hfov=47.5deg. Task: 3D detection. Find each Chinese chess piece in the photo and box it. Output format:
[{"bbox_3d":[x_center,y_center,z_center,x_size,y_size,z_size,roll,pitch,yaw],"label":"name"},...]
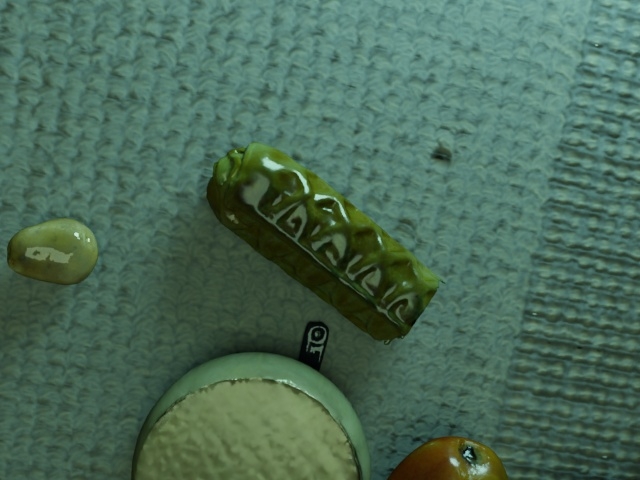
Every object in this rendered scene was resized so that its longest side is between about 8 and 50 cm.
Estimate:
[{"bbox_3d":[-0.071,0.242,0.763,0.249,0.103,0.250,0,95,-2],"label":"Chinese chess piece"}]

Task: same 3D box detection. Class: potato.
[{"bbox_3d":[-0.270,0.012,0.736,0.083,0.062,0.068,1,68,-36],"label":"potato"}]

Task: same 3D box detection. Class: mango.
[{"bbox_3d":[0.110,0.344,0.799,0.146,0.129,0.289,25,98,-20],"label":"mango"}]

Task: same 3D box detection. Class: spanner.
[{"bbox_3d":[-0.029,0.191,0.818,0.046,0.012,0.209,13,95,-9],"label":"spanner"}]

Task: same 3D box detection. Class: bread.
[{"bbox_3d":[-0.001,0.001,0.760,0.269,0.098,0.087,38,49,-10],"label":"bread"}]
